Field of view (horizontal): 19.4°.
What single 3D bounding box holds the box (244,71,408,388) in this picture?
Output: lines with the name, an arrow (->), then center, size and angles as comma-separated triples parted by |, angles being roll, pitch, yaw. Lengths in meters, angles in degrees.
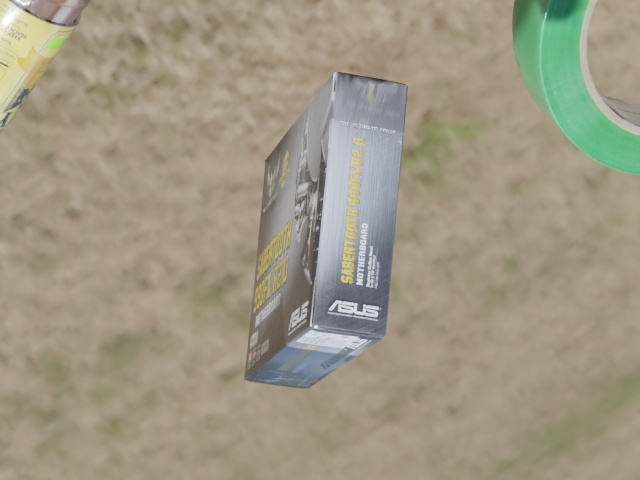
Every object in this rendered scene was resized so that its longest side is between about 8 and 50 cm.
box -> 0.000, 0.000, 1.362 | 0.056, 0.183, 0.231 | 8, 166, -12

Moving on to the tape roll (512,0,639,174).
tape roll -> 0.350, -0.222, 1.842 | 0.321, 0.077, 0.321 | -8, 120, -14

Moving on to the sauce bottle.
sauce bottle -> -0.341, -0.132, 1.739 | 0.344, 0.111, 0.111 | -50, 157, 24
